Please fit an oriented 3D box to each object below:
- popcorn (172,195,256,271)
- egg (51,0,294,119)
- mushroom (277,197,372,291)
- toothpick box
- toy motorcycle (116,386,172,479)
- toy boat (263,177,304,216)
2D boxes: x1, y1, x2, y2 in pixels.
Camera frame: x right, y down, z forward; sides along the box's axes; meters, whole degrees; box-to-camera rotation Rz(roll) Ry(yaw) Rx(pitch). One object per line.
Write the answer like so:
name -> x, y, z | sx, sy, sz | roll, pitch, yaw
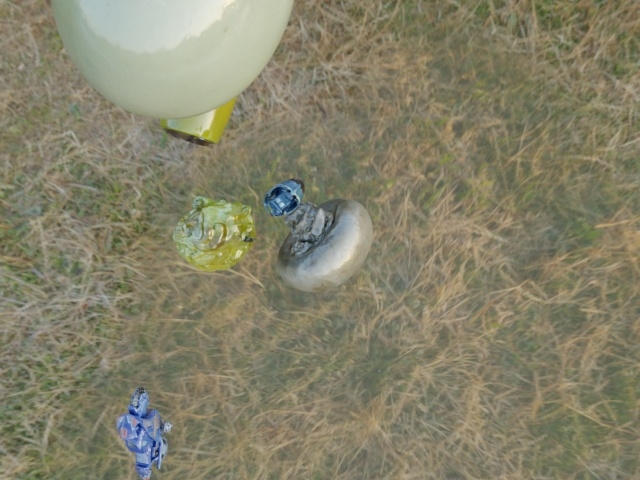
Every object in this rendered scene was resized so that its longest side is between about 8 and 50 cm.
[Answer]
popcorn -> -0.207, -0.013, 1.426 | 0.173, 0.173, 0.142 | -27, 38, -1
egg -> -0.109, -0.218, 0.553 | 0.188, 0.188, 0.254 | 35, 118, 10
mushroom -> 0.000, 0.000, 1.468 | 0.178, 0.226, 0.226 | 37, 84, -21
toothpick box -> -0.271, -0.357, 1.611 | 0.175, 0.175, 0.271 | 16, 92, 8
toy motorcycle -> -0.397, 0.432, 1.566 | 0.076, 0.114, 0.205 | 2, 119, 24
toy boat -> -0.072, -0.076, 1.327 | 0.060, 0.137, 0.061 | 47, 59, -10
